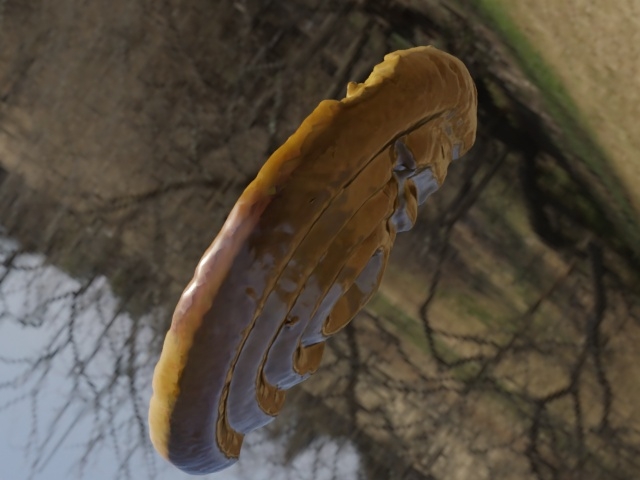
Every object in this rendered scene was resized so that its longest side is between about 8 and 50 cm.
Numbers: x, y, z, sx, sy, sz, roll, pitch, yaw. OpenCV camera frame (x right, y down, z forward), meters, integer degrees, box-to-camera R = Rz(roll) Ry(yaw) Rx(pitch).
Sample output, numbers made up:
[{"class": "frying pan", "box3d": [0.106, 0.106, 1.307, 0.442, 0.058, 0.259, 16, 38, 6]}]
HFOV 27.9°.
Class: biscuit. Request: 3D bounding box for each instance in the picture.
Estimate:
[{"class": "biscuit", "box3d": [0.001, 0.001, 0.551, 0.033, 0.224, 0.144, 33, 167, 19]}]
